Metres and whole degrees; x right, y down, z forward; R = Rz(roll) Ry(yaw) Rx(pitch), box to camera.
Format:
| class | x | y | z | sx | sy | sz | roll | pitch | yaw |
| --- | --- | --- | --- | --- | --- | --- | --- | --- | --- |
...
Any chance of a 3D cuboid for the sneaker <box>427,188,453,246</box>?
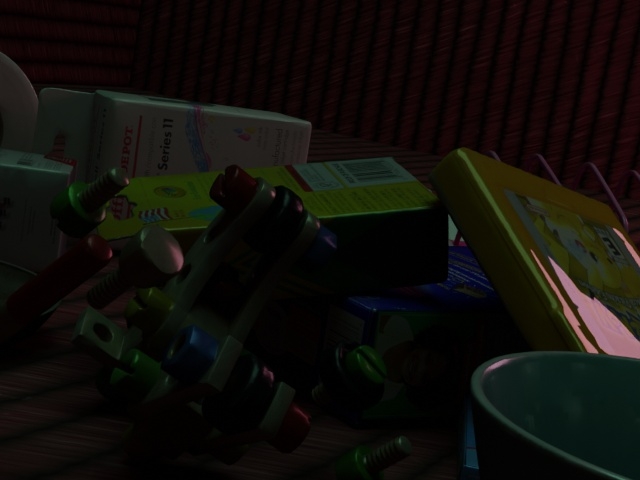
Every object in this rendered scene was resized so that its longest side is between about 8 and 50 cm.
| class | x | y | z | sx | sy | sz | roll | pitch | yaw |
| --- | --- | --- | --- | --- | --- | --- | --- | --- | --- |
| sneaker | 0.090 | 0.012 | 1.790 | 0.151 | 0.094 | 0.256 | 4 | 32 | -11 |

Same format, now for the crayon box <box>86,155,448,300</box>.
| class | x | y | z | sx | sy | sz | roll | pitch | yaw |
| --- | --- | --- | --- | --- | --- | --- | --- | --- | --- |
| crayon box | -0.058 | -0.010 | 1.289 | 0.318 | 0.081 | 0.202 | -5 | 18 | -11 |

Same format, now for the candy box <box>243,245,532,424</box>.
| class | x | y | z | sx | sy | sz | roll | pitch | yaw |
| --- | --- | --- | --- | --- | --- | --- | --- | --- | --- |
| candy box | 0.104 | 0.088 | 1.388 | 0.317 | 0.122 | 0.268 | 1 | 13 | -32 |

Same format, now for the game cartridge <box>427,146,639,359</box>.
| class | x | y | z | sx | sy | sz | roll | pitch | yaw |
| --- | --- | --- | --- | --- | --- | --- | --- | --- | --- |
| game cartridge | 0.263 | 0.071 | 1.228 | 0.285 | 0.052 | 0.323 | 15 | 37 | -48 |

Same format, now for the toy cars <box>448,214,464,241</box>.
| class | x | y | z | sx | sy | sz | roll | pitch | yaw |
| --- | --- | --- | --- | --- | --- | --- | --- | --- | --- |
| toy cars | 0.116 | 0.007 | 1.935 | 0.394 | 0.087 | 0.176 | 12 | 45 | 5 |

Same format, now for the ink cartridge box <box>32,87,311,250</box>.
| class | x | y | z | sx | sy | sz | roll | pitch | yaw |
| --- | --- | --- | --- | --- | --- | --- | --- | --- | --- |
| ink cartridge box | -0.207 | -0.087 | 1.817 | 0.353 | 0.207 | 0.119 | 5 | 10 | -22 |

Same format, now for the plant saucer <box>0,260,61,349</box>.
| class | x | y | z | sx | sy | sz | roll | pitch | yaw |
| --- | --- | --- | --- | --- | --- | --- | --- | --- | --- |
| plant saucer | -0.407 | 0.056 | 1.286 | 0.311 | 0.050 | 0.310 | 9 | 10 | -2 |

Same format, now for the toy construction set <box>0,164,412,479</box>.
| class | x | y | z | sx | sy | sz | roll | pitch | yaw |
| --- | --- | --- | --- | --- | --- | --- | --- | --- | --- |
| toy construction set | -0.134 | 0.083 | 1.040 | 0.237 | 0.257 | 0.309 | -34 | -36 | 30 |

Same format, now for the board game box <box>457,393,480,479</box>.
| class | x | y | z | sx | sy | sz | roll | pitch | yaw |
| --- | --- | --- | --- | --- | --- | --- | --- | --- | --- |
| board game box | 0.198 | 0.190 | 1.148 | 0.160 | 0.039 | 0.211 | 11 | 11 | 5 |

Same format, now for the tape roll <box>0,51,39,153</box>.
| class | x | y | z | sx | sy | sz | roll | pitch | yaw |
| --- | --- | --- | --- | --- | --- | --- | --- | --- | --- |
| tape roll | -0.525 | -0.166 | 1.847 | 0.246 | 0.246 | 0.169 | 3 | 11 | -32 |

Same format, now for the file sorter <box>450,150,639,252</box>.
| class | x | y | z | sx | sy | sz | roll | pitch | yaw |
| --- | --- | --- | --- | --- | --- | --- | --- | --- | --- |
| file sorter | 0.343 | 0.007 | 1.755 | 0.291 | 0.182 | 0.202 | 7 | 29 | -15 |

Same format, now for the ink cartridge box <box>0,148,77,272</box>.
| class | x | y | z | sx | sy | sz | roll | pitch | yaw |
| --- | --- | --- | --- | --- | --- | --- | --- | --- | --- |
| ink cartridge box | -0.392 | -0.043 | 1.616 | 0.176 | 0.127 | 0.128 | 9 | 11 | -7 |

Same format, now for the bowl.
| class | x | y | z | sx | sy | sz | roll | pitch | yaw |
| --- | --- | --- | --- | --- | --- | --- | --- | --- | --- |
| bowl | 0.231 | 0.190 | 0.824 | 0.311 | 0.163 | 0.311 | 9 | 10 | -2 |
